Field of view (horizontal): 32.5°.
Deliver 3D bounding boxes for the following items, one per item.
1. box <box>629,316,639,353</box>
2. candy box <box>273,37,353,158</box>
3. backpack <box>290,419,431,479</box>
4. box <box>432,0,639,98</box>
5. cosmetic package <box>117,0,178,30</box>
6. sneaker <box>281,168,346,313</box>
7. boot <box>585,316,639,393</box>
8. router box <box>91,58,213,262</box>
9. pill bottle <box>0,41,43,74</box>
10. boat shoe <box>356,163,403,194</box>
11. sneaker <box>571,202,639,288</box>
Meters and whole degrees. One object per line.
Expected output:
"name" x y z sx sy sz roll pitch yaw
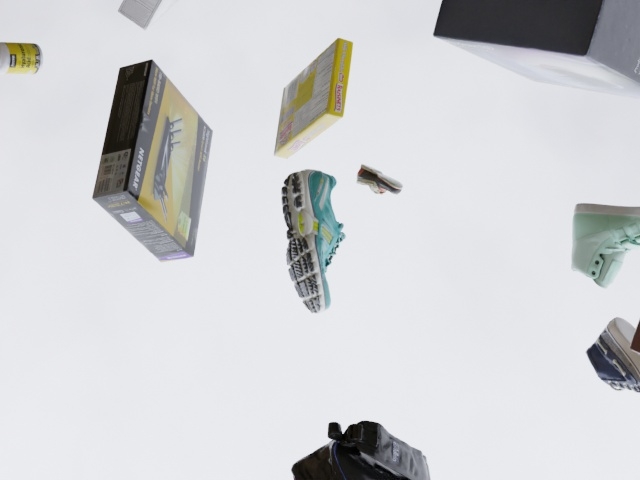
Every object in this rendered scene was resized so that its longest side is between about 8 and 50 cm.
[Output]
"box" 0.517 0.084 1.372 0.167 0.168 0.203 24 -167 29
"candy box" -0.012 -0.184 1.455 0.206 0.027 0.105 154 -56 -66
"backpack" 0.082 0.431 1.643 0.213 0.263 0.276 -33 -119 30
"box" 0.390 -0.347 1.724 0.296 0.294 0.182 19 -86 45
"cosmetic package" -0.253 -0.441 1.830 0.099 0.060 0.239 -51 -172 30
"sneaker" 0.000 0.000 2.069 0.110 0.275 0.107 -1 175 -27
"boot" 0.500 0.218 1.742 0.086 0.069 0.190 -58 -139 31
"router box" -0.314 -0.150 2.099 0.081 0.243 0.308 -10 -123 22
"pill bottle" -0.622 -0.365 2.200 0.116 0.065 0.065 -8 -167 -44
"boat shoe" 0.116 -0.114 2.187 0.137 0.049 0.043 34 -75 52
"sneaker" 0.552 0.016 1.938 0.256 0.094 0.151 6 -92 54
